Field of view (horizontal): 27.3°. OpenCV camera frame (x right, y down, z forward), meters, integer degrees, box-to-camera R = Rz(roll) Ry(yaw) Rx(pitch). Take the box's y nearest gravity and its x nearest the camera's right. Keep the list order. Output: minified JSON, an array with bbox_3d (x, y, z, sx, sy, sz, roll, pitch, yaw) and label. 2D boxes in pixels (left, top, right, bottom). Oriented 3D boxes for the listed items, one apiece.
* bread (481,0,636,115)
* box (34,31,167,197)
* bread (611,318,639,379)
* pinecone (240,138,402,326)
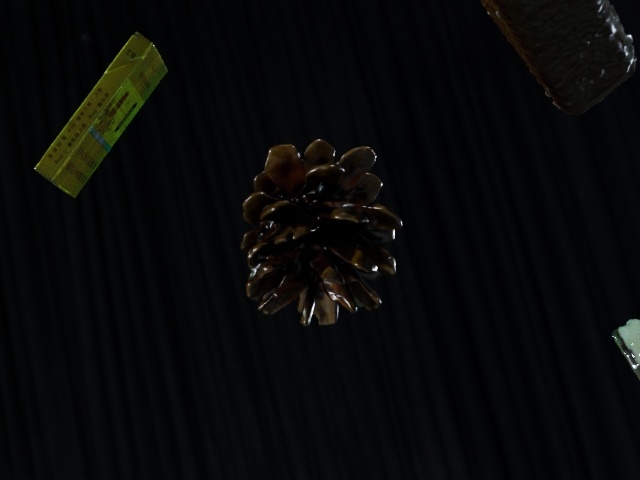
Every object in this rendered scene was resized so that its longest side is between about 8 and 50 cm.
[{"bbox_3d":[0.210,-0.276,1.338,0.113,0.165,0.416,-38,-27,9],"label":"bread"},{"bbox_3d":[-0.251,-0.143,1.524,0.193,0.030,0.121,-55,-5,-6],"label":"box"},{"bbox_3d":[0.401,0.153,1.434,0.064,0.232,0.172,-32,22,19],"label":"bread"},{"bbox_3d":[0.000,0.002,1.620,0.202,0.201,0.229,-3,-53,6],"label":"pinecone"}]
